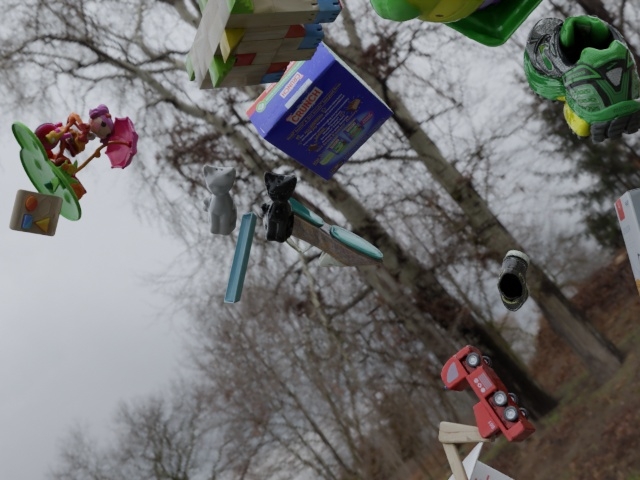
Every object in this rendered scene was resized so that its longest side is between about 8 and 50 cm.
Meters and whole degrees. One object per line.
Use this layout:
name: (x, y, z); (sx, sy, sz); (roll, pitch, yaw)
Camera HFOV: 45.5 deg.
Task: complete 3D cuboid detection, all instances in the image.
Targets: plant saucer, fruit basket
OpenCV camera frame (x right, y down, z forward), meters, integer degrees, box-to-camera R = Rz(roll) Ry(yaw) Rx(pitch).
plant saucer: (-0.165, 0.037, 1.586); (0.018, 0.191, 0.067); (15, -9, -22)
fruit basket: (0.239, -0.443, 1.174); (0.391, 0.283, 0.392); (-62, 8, 16)

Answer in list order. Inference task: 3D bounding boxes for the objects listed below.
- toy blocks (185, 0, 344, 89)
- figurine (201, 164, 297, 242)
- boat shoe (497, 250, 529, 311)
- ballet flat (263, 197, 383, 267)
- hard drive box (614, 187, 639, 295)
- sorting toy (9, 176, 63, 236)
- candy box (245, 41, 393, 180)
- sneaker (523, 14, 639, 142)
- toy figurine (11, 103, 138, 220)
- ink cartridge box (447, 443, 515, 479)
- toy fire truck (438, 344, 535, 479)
toy blocks: (-0.117, -0.443, 1.626); (0.261, 0.190, 0.381); (-10, -15, -25)
figurine: (-0.159, -0.093, 1.683); (0.215, 0.092, 0.209); (7, -31, -3)
boat shoe: (0.486, 0.118, 1.943); (0.068, 0.081, 0.227); (-60, -28, -31)
ballet flat: (0.000, 0.000, 1.864); (0.106, 0.316, 0.107); (-58, 1, 20)
hard drive box: (0.709, 0.009, 1.613); (0.089, 0.232, 0.181); (-14, -10, 11)
sorting toy: (-0.385, -0.050, 1.042); (0.062, 0.012, 0.083); (12, -87, -36)
candy box: (0.002, -0.334, 1.991); (0.268, 0.122, 0.317); (-45, -33, 11)
sneaker: (0.394, -0.281, 1.141); (0.134, 0.343, 0.146); (-16, -60, 4)
toy figurine: (-0.347, -0.142, 1.128); (0.159, 0.130, 0.173); (-43, -42, -29)
ink cartridge box: (0.233, 0.509, 1.274); (0.207, 0.119, 0.353); (-56, -11, -40)
toy fire truck: (0.206, 0.251, 1.015); (0.135, 0.192, 0.047); (-43, -33, 16)
